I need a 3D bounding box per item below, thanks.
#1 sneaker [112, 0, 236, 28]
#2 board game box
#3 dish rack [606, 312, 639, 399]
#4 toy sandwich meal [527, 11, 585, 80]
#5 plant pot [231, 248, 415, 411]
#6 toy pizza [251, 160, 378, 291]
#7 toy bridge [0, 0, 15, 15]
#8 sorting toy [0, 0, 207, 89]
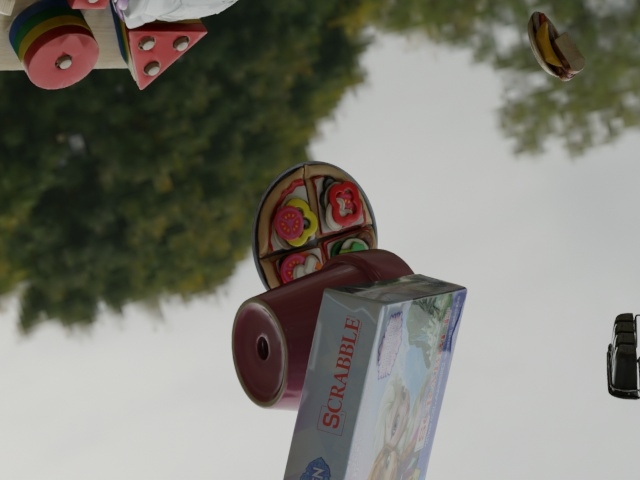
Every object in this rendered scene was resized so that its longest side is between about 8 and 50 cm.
[{"bbox_3d":[-0.143,-0.283,1.868,0.152,0.114,0.305,-8,-176,-4],"label":"sneaker"},{"bbox_3d":[0.049,0.200,1.885,0.066,0.318,0.318,14,-173,18],"label":"board game box"},{"bbox_3d":[0.532,0.154,2.550,0.271,0.074,0.208,1,-163,8],"label":"dish rack"},{"bbox_3d":[0.257,-0.214,2.018,0.029,0.085,0.085,-22,-163,30],"label":"toy sandwich meal"},{"bbox_3d":[0.005,0.118,2.133,0.180,0.201,0.201,-8,-165,-31],"label":"plant pot"},{"bbox_3d":[0.000,0.000,2.321,0.201,0.201,0.032,-33,-161,-34],"label":"toy pizza"},{"bbox_3d":[-0.243,-0.177,1.318,0.026,0.188,0.063,15,178,23],"label":"toy bridge"},{"bbox_3d":[-0.232,-0.275,2.122,0.257,0.255,0.089,-5,-129,-37],"label":"sorting toy"}]
